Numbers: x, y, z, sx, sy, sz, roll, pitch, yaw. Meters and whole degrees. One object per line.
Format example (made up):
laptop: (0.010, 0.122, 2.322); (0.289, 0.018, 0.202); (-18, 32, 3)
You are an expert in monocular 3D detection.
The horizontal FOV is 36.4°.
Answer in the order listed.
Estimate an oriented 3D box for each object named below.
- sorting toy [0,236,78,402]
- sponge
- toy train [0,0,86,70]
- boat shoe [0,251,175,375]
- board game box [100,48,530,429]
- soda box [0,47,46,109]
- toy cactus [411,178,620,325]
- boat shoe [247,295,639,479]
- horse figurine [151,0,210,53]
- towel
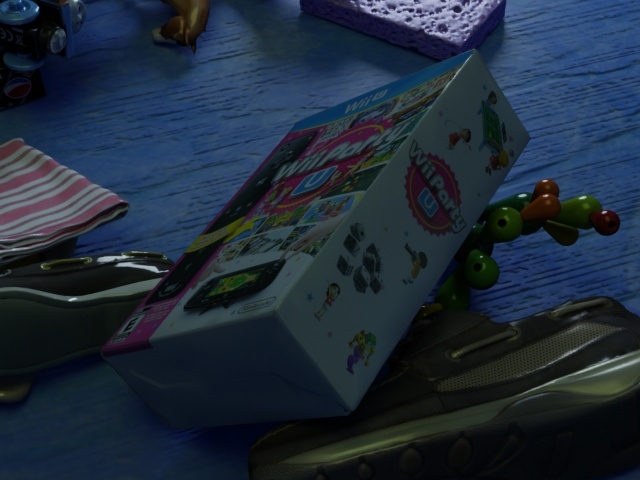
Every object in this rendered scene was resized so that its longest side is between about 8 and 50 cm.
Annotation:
sorting toy: (-0.325, 0.043, 0.847); (0.193, 0.038, 0.208); (4, 49, 4)
sponge: (0.094, -0.274, 1.119); (0.210, 0.031, 0.117); (24, 53, 21)
toy train: (-0.325, -0.239, 0.993); (0.184, 0.080, 0.105); (20, 46, 16)
boat shoe: (-0.216, 0.054, 0.795); (0.228, 0.081, 0.068); (-4, 34, -27)
board game box: (0.000, 0.000, 0.756); (0.224, 0.097, 0.303); (-16, 28, 47)
soda box: (-0.355, -0.217, 1.058); (0.060, 0.053, 0.169); (-21, 53, -18)
toy cactus: (0.135, -0.001, 0.848); (0.219, 0.112, 0.180); (-28, 25, 9)
boat shoe: (0.110, 0.128, 0.730); (0.356, 0.132, 0.130); (-9, 40, -19)
horse figurine: (-0.167, -0.340, 1.150); (0.175, 0.066, 0.263); (14, 56, 24)
towel: (-0.288, -0.043, 0.888); (0.197, 0.029, 0.144); (28, 39, 36)
